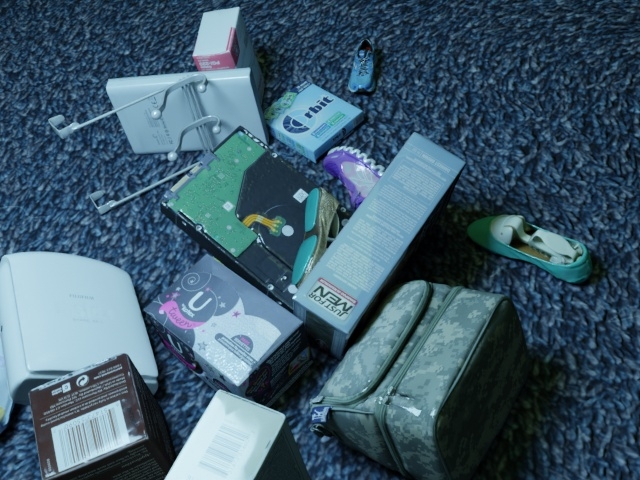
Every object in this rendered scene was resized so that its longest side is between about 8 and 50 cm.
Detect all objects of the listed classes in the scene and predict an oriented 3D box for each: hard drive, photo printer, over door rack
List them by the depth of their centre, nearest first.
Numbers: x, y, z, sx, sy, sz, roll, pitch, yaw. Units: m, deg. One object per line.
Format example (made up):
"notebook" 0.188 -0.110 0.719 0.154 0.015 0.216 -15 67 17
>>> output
"photo printer" -0.441 0.146 1.464 0.256 0.107 0.307 11 38 -37
"hard drive" -0.106 -0.038 1.576 0.339 0.064 0.237 39 64 8
"over door rack" -0.356 -0.184 1.702 0.324 0.239 0.108 -19 46 -6
"hard drive" -0.281 -0.275 1.779 0.308 0.203 0.040 -3 51 8

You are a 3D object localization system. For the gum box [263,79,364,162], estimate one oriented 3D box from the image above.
"gum box" -0.022 -0.269 1.832 0.157 0.041 0.184 -41 55 -21

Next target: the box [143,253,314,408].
"box" -0.161 0.167 1.445 0.247 0.142 0.163 32 63 31

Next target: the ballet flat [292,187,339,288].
"ballet flat" 0.000 0.000 1.508 0.067 0.073 0.206 24 65 -25

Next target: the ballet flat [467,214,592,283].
"ballet flat" 0.386 -0.003 1.516 0.247 0.087 0.083 26 61 27

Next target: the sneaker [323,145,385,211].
"sneaker" 0.088 -0.105 1.653 0.236 0.095 0.104 32 71 29

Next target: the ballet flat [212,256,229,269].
"ballet flat" -0.160 -0.013 1.637 0.077 0.077 0.231 2 52 32

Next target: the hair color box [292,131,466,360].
"hair color box" 0.100 0.012 1.442 0.114 0.185 0.374 33 71 11

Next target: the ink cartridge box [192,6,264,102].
"ink cartridge box" -0.201 -0.383 1.842 0.092 0.218 0.158 -5 51 13

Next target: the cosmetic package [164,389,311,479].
"cosmetic package" -0.101 0.364 1.171 0.113 0.309 0.160 17 56 22

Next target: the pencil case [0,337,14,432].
"pencil case" -0.587 0.219 1.503 0.124 0.113 0.273 21 53 -10

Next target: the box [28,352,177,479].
"box" -0.340 0.322 1.315 0.169 0.203 0.167 -22 51 -7

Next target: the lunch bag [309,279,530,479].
"lunch bag" 0.153 0.218 1.317 0.256 0.212 0.305 9 51 39

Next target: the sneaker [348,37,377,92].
"sneaker" 0.095 -0.404 1.897 0.064 0.073 0.162 -1 52 9
